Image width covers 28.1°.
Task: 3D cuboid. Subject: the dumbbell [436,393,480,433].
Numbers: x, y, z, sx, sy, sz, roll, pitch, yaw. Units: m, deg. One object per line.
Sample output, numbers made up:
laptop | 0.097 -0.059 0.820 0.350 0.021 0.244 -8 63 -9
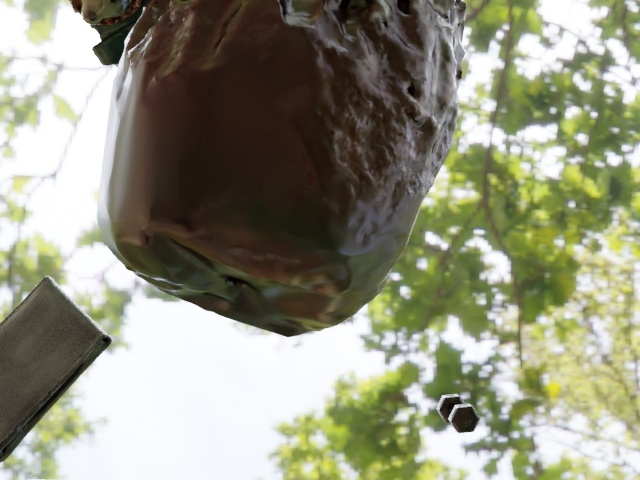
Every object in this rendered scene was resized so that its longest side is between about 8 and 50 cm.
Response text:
dumbbell | 0.180 0.226 1.672 0.040 0.036 0.083 -63 -169 0

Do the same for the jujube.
jujube | -0.017 -0.105 0.889 0.258 0.258 0.377 -19 -146 44

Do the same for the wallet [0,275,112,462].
wallet | -0.389 0.166 1.660 0.222 0.036 0.167 -47 -130 -9

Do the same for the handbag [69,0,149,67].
handbag | -0.097 -0.267 1.060 0.269 0.274 0.100 62 -6 -28
